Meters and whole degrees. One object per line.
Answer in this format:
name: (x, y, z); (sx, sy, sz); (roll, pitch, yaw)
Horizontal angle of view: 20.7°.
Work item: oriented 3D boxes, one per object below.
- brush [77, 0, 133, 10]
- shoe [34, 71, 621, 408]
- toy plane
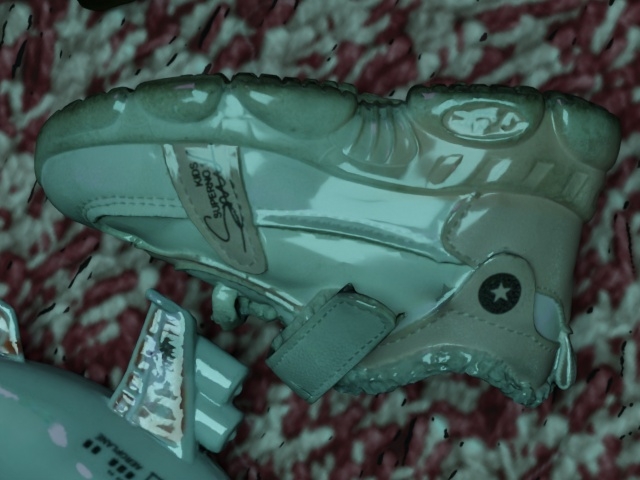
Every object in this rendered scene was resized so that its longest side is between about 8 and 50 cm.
brush: (-0.084, -0.232, 1.113); (0.197, 0.059, 0.123); (-17, 87, 9)
shoe: (-0.001, 0.000, 1.045); (0.351, 0.172, 0.198); (2, 94, 11)
toy plane: (-0.153, 0.143, 1.098); (0.252, 0.118, 0.252); (0, 93, 7)
